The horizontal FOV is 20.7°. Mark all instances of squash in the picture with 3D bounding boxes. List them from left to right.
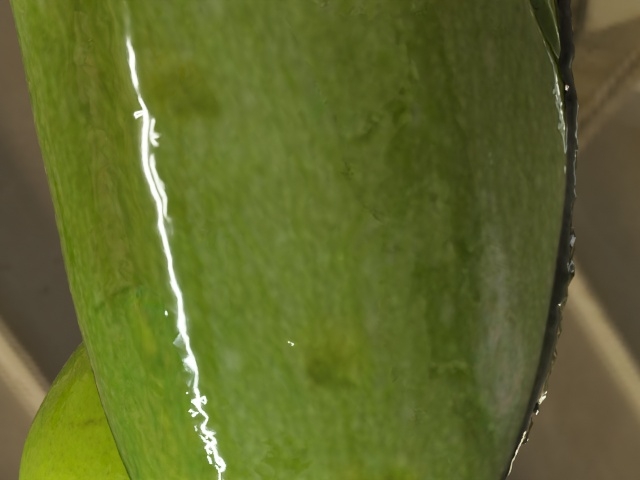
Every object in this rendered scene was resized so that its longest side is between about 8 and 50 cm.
[{"bbox_3d":[0.000,0.000,0.768,0.210,0.233,0.309,-33,-69,-56],"label":"squash"}]

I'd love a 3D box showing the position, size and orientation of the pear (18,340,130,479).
[{"bbox_3d":[-0.070,0.148,0.954,0.187,0.187,0.220,-8,-78,-42],"label":"pear"}]
